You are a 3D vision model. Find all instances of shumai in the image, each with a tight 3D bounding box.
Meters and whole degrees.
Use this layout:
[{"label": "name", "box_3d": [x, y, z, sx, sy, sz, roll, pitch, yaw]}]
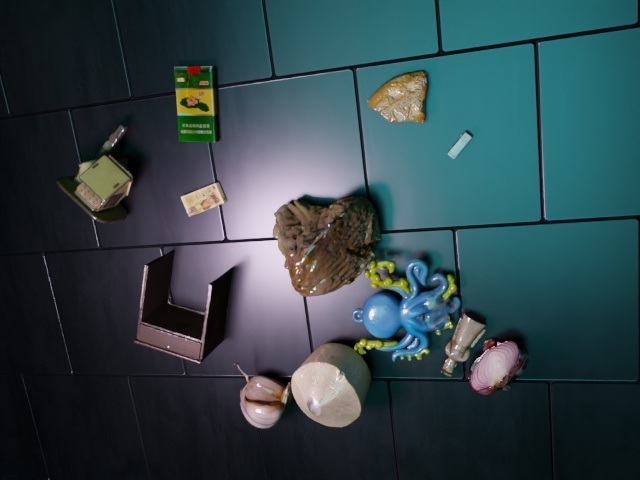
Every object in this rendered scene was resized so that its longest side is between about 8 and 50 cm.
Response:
[{"label": "shumai", "box_3d": [-0.001, 0.000, 1.793, 0.217, 0.283, 0.346, 37, 83, -37]}]

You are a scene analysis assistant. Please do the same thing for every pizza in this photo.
[{"label": "pizza", "box_3d": [0.246, -0.398, 1.668, 0.182, 0.062, 0.161, -39, 85, 17]}]

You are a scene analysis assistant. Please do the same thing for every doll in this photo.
[{"label": "doll", "box_3d": [0.263, 0.209, 1.818, 0.342, 0.099, 0.345, -6, 108, 5]}]

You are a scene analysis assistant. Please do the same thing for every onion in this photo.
[{"label": "onion", "box_3d": [0.548, 0.379, 1.771, 0.098, 0.151, 0.206, 26, 127, -28]}]

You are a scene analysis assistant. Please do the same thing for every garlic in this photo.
[{"label": "garlic", "box_3d": [-0.181, 0.502, 1.980, 0.207, 0.207, 0.256, -13, 102, 19]}]

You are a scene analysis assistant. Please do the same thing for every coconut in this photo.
[{"label": "coconut", "box_3d": [0.031, 0.462, 1.853, 0.239, 0.244, 0.239, 8, 114, 18]}]

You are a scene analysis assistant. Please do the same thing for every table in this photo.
[{"label": "table", "box_3d": [-0.453, 0.216, 1.962, 0.251, 0.196, 0.281, 16, 108, 13]}]

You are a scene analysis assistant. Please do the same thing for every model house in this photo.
[{"label": "model house", "box_3d": [-0.673, -0.225, 1.918, 0.218, 0.205, 0.278, 44, 104, 0]}]

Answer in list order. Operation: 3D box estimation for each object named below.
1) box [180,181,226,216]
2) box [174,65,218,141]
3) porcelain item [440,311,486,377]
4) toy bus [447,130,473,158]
[{"label": "box", "box_3d": [-0.387, -0.136, 1.940, 0.149, 0.020, 0.073, -20, 98, 20]}, {"label": "box", "box_3d": [-0.391, -0.430, 1.853, 0.132, 0.034, 0.235, 3, 106, 16]}, {"label": "porcelain item", "box_3d": [0.433, 0.327, 1.809, 0.084, 0.054, 0.213, 26, 110, 11]}, {"label": "toy bus", "box_3d": [0.397, -0.272, 1.665, 0.031, 0.037, 0.083, 39, 111, 3]}]
